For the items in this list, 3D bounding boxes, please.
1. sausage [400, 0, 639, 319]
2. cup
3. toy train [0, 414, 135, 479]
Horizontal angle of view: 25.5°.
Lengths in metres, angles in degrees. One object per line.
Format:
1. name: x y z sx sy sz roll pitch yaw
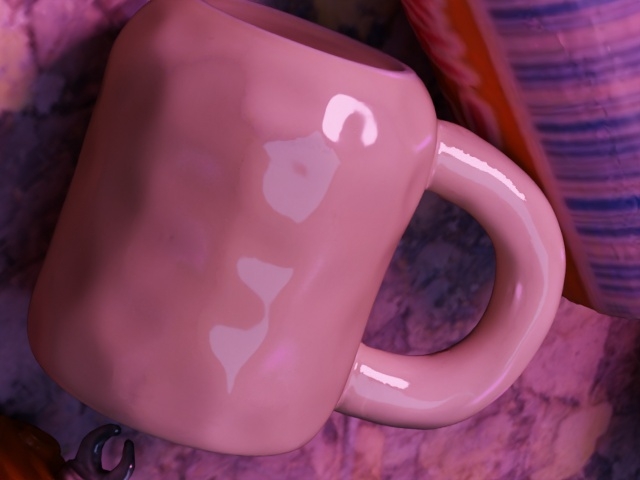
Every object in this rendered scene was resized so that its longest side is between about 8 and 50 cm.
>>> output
1. sausage: 0.171 -0.126 0.780 0.233 0.233 0.287 -39 128 -10
2. cup: -0.008 0.002 0.727 0.202 0.255 0.173 -69 167 14
3. toy train: -0.232 0.239 0.743 0.231 0.163 0.369 32 94 -39
